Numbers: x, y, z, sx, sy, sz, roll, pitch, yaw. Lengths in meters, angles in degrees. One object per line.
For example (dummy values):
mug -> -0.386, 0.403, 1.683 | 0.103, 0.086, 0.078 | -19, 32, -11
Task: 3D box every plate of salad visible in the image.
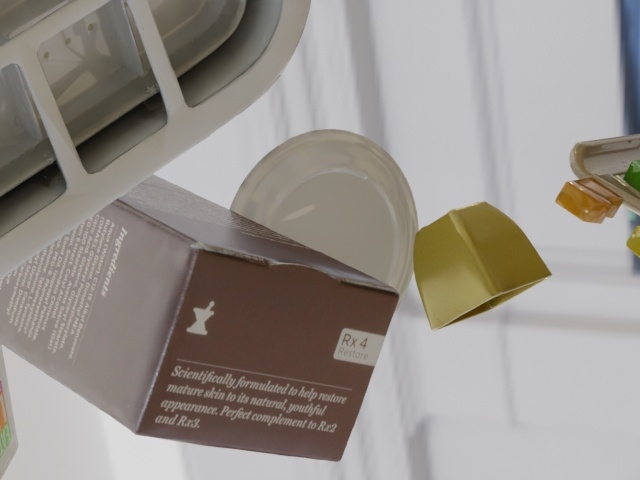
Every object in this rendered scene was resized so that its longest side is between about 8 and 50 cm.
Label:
plate of salad -> -0.002, 0.004, 1.464 | 0.200, 0.048, 0.200 | -7, -77, -33

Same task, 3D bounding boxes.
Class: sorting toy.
sorting toy -> 0.313, -0.019, 1.406 | 0.307, 0.229, 0.041 | -12, -46, -62

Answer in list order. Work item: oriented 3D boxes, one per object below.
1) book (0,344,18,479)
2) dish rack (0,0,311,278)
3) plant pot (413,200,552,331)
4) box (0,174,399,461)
book -> -0.341, 0.178, 1.730 | 0.096, 0.035, 0.144 | -62, -25, -52
dish rack -> -0.151, -0.147, 0.647 | 0.285, 0.072, 0.333 | -36, -46, -25
plant pot -> 0.125, 0.016, 1.431 | 0.081, 0.081, 0.083 | -16, -104, -46
box -> -0.145, 0.026, 1.266 | 0.191, 0.381, 0.143 | 14, -85, -42
